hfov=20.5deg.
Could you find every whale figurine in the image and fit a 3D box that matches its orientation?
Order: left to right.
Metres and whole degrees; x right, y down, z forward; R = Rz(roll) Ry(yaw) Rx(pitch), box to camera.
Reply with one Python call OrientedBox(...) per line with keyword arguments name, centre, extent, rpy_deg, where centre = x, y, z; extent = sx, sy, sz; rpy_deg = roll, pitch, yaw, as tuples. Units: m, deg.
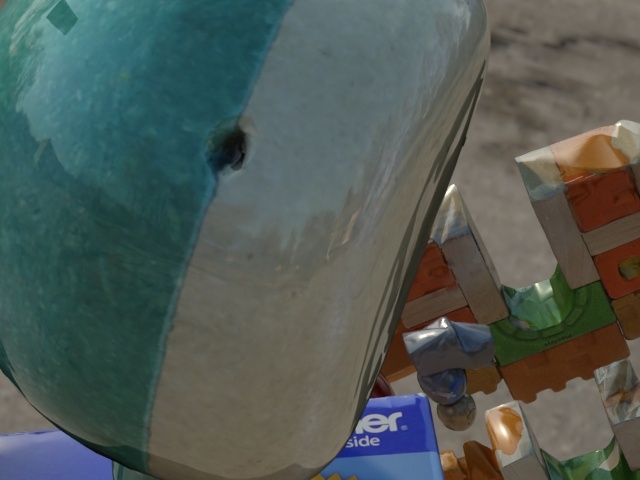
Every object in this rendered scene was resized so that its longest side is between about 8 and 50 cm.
OrientedBox(name="whale figurine", centre=(-0.034, -0.016, 0.568), extent=(0.141, 0.216, 0.272), rpy_deg=(20, -3, 4))

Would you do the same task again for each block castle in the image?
OrientedBox(name="block castle", centre=(0.186, 0.113, 1.329), extent=(0.453, 0.213, 0.303), rpy_deg=(-22, 41, 9))

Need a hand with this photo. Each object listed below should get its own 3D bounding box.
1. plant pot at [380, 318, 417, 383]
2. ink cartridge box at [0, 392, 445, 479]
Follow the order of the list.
OrientedBox(name="plant pot", centre=(0.000, 0.000, 1.826), extent=(0.290, 0.291, 0.203), rpy_deg=(6, 50, -21))
OrientedBox(name="ink cartridge box", centre=(-0.055, 0.224, 0.873), extent=(0.270, 0.151, 0.395), rpy_deg=(-6, 35, -3))
